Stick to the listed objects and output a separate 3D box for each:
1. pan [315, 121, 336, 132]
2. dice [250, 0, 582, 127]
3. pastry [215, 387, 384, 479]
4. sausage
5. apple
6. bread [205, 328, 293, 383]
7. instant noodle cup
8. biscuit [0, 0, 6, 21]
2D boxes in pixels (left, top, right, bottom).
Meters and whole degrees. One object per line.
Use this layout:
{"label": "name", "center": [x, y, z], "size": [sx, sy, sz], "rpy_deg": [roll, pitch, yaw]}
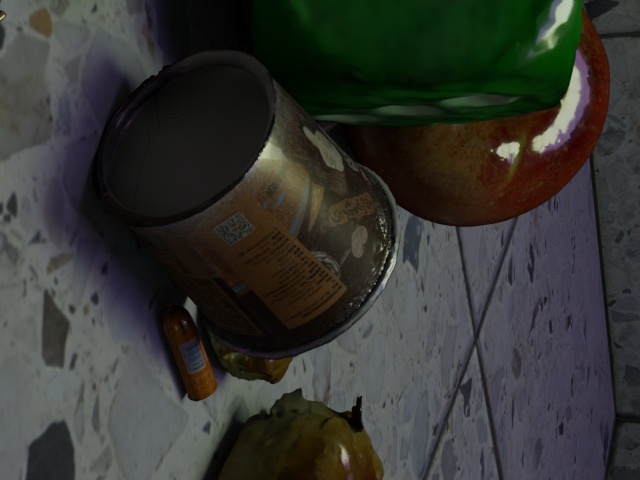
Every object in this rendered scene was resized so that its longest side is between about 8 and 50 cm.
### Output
{"label": "pan", "center": [-0.034, -0.103, 1.245], "size": [0.212, 0.040, 0.115], "rpy_deg": [-49, 134, -48]}
{"label": "dice", "center": [0.080, -0.262, 1.104], "size": [0.300, 0.297, 0.287], "rpy_deg": [135, -47, -89]}
{"label": "pastry", "center": [-0.015, 0.329, 1.169], "size": [0.329, 0.136, 0.329], "rpy_deg": [-1, 90, -69]}
{"label": "sausage", "center": [-0.123, 0.099, 1.045], "size": [0.031, 0.031, 0.107], "rpy_deg": [-60, 143, -50]}
{"label": "apple", "center": [0.191, -0.186, 1.430], "size": [0.277, 0.348, 0.348], "rpy_deg": [-170, -102, -74]}
{"label": "bread", "center": [-0.065, 0.062, 1.137], "size": [0.140, 0.069, 0.128], "rpy_deg": [-68, 148, -44]}
{"label": "instant noodle cup", "center": [-0.067, -0.035, 0.974], "size": [0.207, 0.217, 0.217], "rpy_deg": [48, 46, -49]}
{"label": "biscuit", "center": [-0.210, -0.231, 0.787], "size": [0.118, 0.061, 0.183], "rpy_deg": [-54, -172, 44]}
